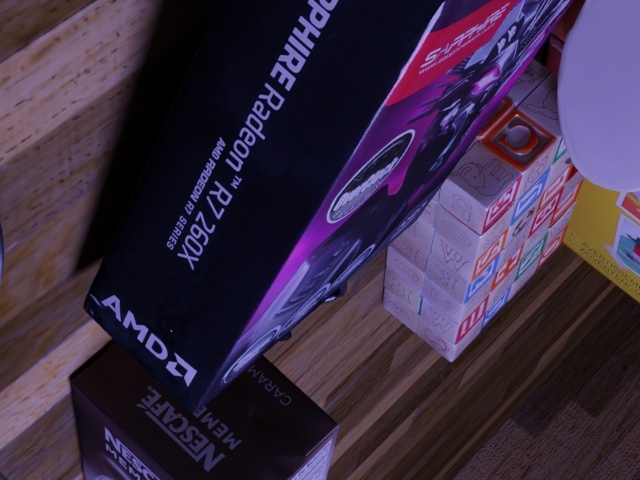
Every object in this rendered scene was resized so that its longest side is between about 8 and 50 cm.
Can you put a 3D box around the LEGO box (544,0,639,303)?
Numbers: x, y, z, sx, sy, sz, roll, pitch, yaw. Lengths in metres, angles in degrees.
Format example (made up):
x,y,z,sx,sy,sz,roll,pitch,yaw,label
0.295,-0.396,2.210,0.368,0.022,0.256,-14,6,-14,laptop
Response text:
x,y,z,sx,sy,sz,roll,pitch,yaw,label
0.437,-0.019,1.192,0.193,0.500,0.372,-46,162,-14,LEGO box

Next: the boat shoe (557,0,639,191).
x,y,z,sx,sy,sz,roll,pitch,yaw,label
0.271,-0.207,0.940,0.158,0.127,0.341,-32,139,-54,boat shoe

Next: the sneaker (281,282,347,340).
x,y,z,sx,sy,sz,roll,pitch,yaw,label
0.000,0.000,0.854,0.170,0.075,0.063,-45,162,-18,sneaker

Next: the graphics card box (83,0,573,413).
x,y,z,sx,sy,sz,roll,pitch,yaw,label
0.035,-0.096,0.633,0.233,0.094,0.371,-40,168,-44,graphics card box

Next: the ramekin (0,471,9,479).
x,y,z,sx,sy,sz,roll,pitch,yaw,label
-0.216,0.199,0.565,0.273,0.127,0.273,-38,170,-8,ramekin

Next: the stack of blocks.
x,y,z,sx,sy,sz,roll,pitch,yaw,label
0.146,-0.035,1.121,0.171,0.087,0.297,-45,161,-19,stack of blocks

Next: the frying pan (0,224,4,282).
x,y,z,sx,sy,sz,roll,pitch,yaw,label
-0.157,-0.007,0.515,0.326,0.053,0.197,-49,164,3,frying pan

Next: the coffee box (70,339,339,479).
x,y,z,sx,sy,sz,roll,pitch,yaw,label
-0.080,0.160,0.876,0.098,0.141,0.246,-41,159,-27,coffee box
